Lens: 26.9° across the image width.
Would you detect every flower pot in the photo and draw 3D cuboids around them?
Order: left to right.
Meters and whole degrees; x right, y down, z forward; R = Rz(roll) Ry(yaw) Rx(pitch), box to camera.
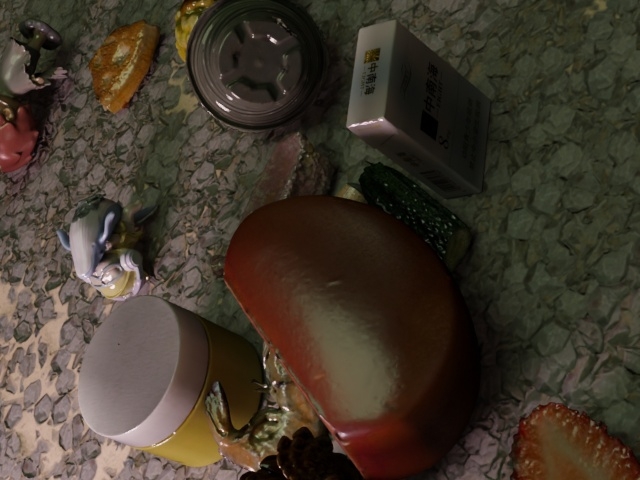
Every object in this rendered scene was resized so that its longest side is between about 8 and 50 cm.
[{"bbox_3d":[-0.096,-0.279,2.088,0.235,0.235,0.140,-57,11,3],"label":"flower pot"}]

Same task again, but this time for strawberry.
[{"bbox_3d":[0.307,0.311,1.513,0.188,0.106,0.286,-35,35,18],"label":"strawberry"}]

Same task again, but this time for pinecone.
[{"bbox_3d":[-0.034,0.365,1.747,0.212,0.169,0.185,-38,49,22],"label":"pinecone"}]

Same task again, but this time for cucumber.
[{"bbox_3d":[0.124,-0.041,1.886,0.077,0.077,0.265,-54,44,7],"label":"cucumber"}]

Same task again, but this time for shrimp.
[{"bbox_3d":[-0.089,0.184,1.898,0.169,0.058,0.296,-10,78,-1],"label":"shrimp"}]

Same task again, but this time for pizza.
[{"bbox_3d":[-0.383,-0.328,2.536,0.161,0.062,0.182,11,81,39],"label":"pizza"}]

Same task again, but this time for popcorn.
[{"bbox_3d":[-0.145,-0.358,2.252,0.189,0.218,0.169,-23,98,52],"label":"popcorn"}]

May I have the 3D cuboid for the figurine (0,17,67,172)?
[{"bbox_3d":[-0.625,-0.248,2.639,0.207,0.166,0.387,-1,63,61],"label":"figurine"}]

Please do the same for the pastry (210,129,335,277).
[{"bbox_3d":[-0.068,-0.037,2.047,0.265,0.112,0.103,-56,31,-13],"label":"pastry"}]

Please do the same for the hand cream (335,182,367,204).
[{"bbox_3d":[0.000,0.000,1.985,0.203,0.084,0.084,-55,43,-2],"label":"hand cream"}]

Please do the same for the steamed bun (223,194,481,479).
[{"bbox_3d":[0.059,0.103,1.729,0.248,0.235,0.379,-35,55,-4],"label":"steamed bun"}]

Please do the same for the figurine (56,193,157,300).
[{"bbox_3d":[-0.353,0.005,2.274,0.128,0.183,0.208,-16,21,33],"label":"figurine"}]

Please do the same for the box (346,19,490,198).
[{"bbox_3d":[0.137,-0.174,1.823,0.067,0.243,0.155,-11,60,37],"label":"box"}]

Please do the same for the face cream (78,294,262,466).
[{"bbox_3d":[-0.222,0.212,1.997,0.218,0.179,0.218,-21,55,34],"label":"face cream"}]
